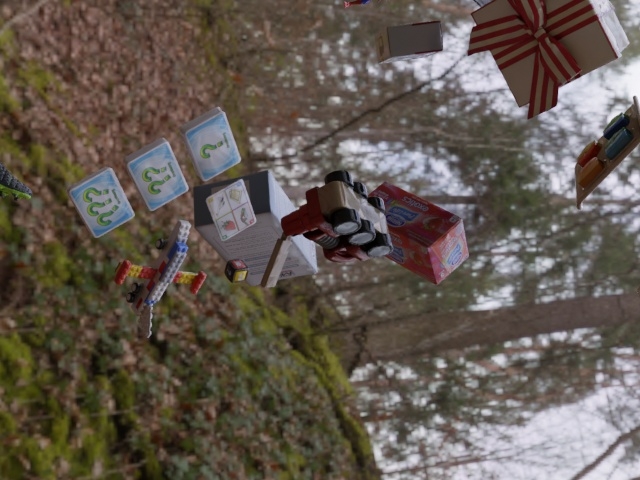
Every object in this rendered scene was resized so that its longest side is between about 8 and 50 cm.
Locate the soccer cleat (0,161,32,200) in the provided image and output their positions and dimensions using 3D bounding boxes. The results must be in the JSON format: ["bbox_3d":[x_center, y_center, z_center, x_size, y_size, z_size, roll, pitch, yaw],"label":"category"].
[{"bbox_3d":[-0.567,-0.128,1.540,0.072,0.178,0.060,-66,-171,-16],"label":"soccer cleat"}]

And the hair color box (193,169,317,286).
[{"bbox_3d":[-0.147,-0.020,2.172,0.374,0.185,0.114,56,25,-61],"label":"hair color box"}]

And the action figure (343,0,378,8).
[{"bbox_3d":[0.087,-0.347,1.249,0.030,0.115,0.038,17,63,-82],"label":"action figure"}]

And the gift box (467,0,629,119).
[{"bbox_3d":[0.470,-0.422,1.897,0.276,0.258,0.255,-32,-87,30],"label":"gift box"}]

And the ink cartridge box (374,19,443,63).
[{"bbox_3d":[0.206,-0.465,2.136,0.175,0.127,0.072,-132,-147,-82],"label":"ink cartridge box"}]

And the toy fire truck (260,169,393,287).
[{"bbox_3d":[0.000,0.000,1.842,0.246,0.217,0.159,-22,-119,23],"label":"toy fire truck"}]

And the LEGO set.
[{"bbox_3d":[-0.149,-0.006,1.001,0.060,0.182,0.244,48,-18,38],"label":"LEGO set"}]

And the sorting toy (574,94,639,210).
[{"bbox_3d":[0.562,-0.178,1.794,0.208,0.038,0.193,-56,-176,30],"label":"sorting toy"}]

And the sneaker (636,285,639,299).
[{"bbox_3d":[0.591,0.107,1.258,0.102,0.282,0.161,103,-17,-56],"label":"sneaker"}]

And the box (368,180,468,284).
[{"bbox_3d":[0.212,-0.020,2.148,0.256,0.122,0.128,30,-29,41],"label":"box"}]

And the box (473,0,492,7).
[{"bbox_3d":[0.369,-0.764,2.134,0.212,0.293,0.396,-31,-110,23],"label":"box"}]
